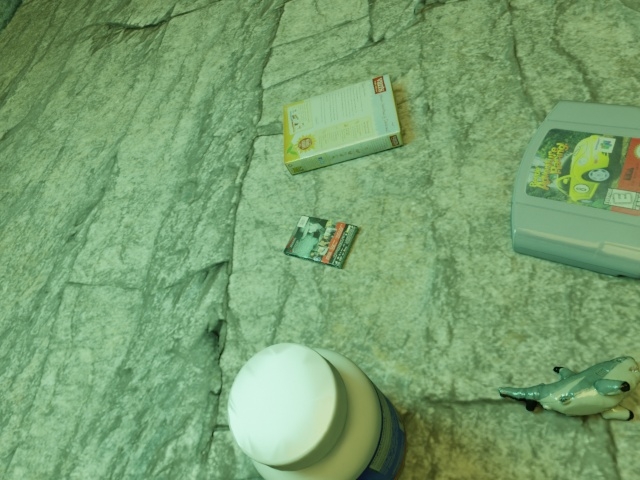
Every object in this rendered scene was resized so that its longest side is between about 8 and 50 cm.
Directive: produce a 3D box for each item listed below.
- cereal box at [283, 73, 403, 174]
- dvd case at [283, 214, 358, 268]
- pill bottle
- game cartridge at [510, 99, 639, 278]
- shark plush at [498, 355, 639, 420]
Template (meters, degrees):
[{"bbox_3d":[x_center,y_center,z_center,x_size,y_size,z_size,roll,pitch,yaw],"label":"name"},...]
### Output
[{"bbox_3d":[0.041,-0.240,0.933,0.241,0.047,0.172,-12,57,14],"label":"cereal box"},{"bbox_3d":[0.000,0.000,0.822,0.120,0.013,0.087,13,65,27],"label":"dvd case"},{"bbox_3d":[0.005,0.216,0.525,0.153,0.272,0.152,-10,57,16],"label":"pill bottle"},{"bbox_3d":[0.412,-0.096,0.695,0.196,0.060,0.294,14,66,33],"label":"game cartridge"},{"bbox_3d":[0.317,0.190,0.573,0.161,0.073,0.067,-26,31,30],"label":"shark plush"}]
